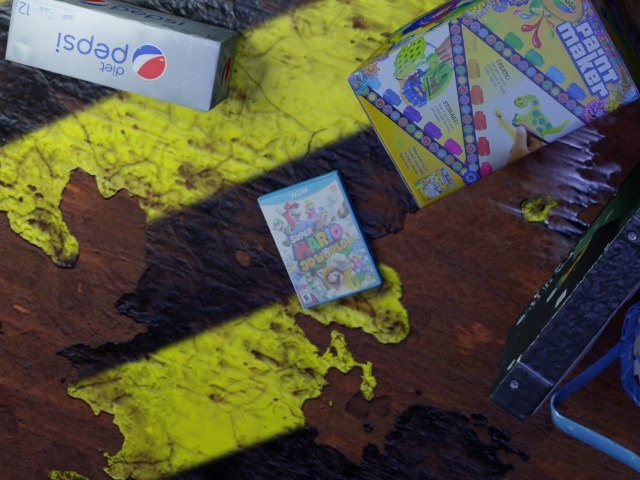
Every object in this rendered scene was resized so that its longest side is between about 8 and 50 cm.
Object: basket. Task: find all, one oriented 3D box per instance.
[{"bbox_3d":[0.450,0.178,1.809,0.254,0.289,0.201,32,142,36],"label":"basket"}]

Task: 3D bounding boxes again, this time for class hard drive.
[{"bbox_3d":[0.336,0.045,1.887,0.064,0.237,0.339,34,112,0],"label":"hard drive"}]

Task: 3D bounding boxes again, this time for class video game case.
[{"bbox_3d":[0.000,0.000,2.072,0.119,0.015,0.166,-18,103,19],"label":"video game case"}]

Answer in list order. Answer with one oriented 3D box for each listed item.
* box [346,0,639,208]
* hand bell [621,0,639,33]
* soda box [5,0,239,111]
[{"bbox_3d":[0.217,-0.208,1.801,0.279,0.290,0.177,-27,100,20],"label":"box"},{"bbox_3d":[0.341,-0.336,1.743,0.126,0.126,0.242,-20,77,19],"label":"hand bell"},{"bbox_3d":[-0.258,-0.253,2.006,0.286,0.091,0.098,15,110,8],"label":"soda box"}]
